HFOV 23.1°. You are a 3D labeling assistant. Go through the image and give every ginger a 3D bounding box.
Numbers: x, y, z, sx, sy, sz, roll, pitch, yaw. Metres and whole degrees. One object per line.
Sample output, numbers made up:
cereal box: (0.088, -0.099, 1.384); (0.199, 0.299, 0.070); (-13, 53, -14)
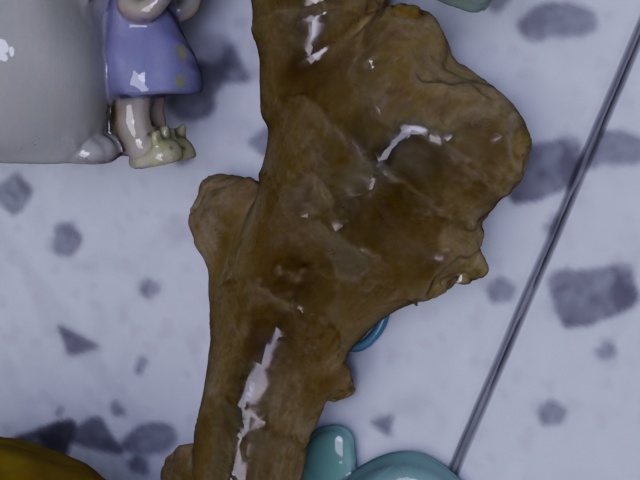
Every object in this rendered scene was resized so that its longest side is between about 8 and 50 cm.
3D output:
ginger: (0.000, 0.000, 0.658); (0.148, 0.081, 0.333); (19, 100, 13)

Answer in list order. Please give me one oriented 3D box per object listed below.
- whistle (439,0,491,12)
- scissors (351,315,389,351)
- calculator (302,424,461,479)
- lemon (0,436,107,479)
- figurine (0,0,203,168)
whistle: (-0.034, -0.168, 0.565); (0.253, 0.105, 0.101); (32, 132, -10)
scissors: (-0.010, 0.063, 0.710); (0.058, 0.014, 0.119); (23, 102, 14)
calculator: (0.040, 0.150, 0.704); (0.095, 0.021, 0.153); (-42, 88, 19)
lemon: (-0.162, 0.207, 0.667); (0.236, 0.236, 0.263); (33, 98, 10)
figurine: (-0.120, -0.153, 0.652); (0.155, 0.127, 0.235); (8, 102, 26)
